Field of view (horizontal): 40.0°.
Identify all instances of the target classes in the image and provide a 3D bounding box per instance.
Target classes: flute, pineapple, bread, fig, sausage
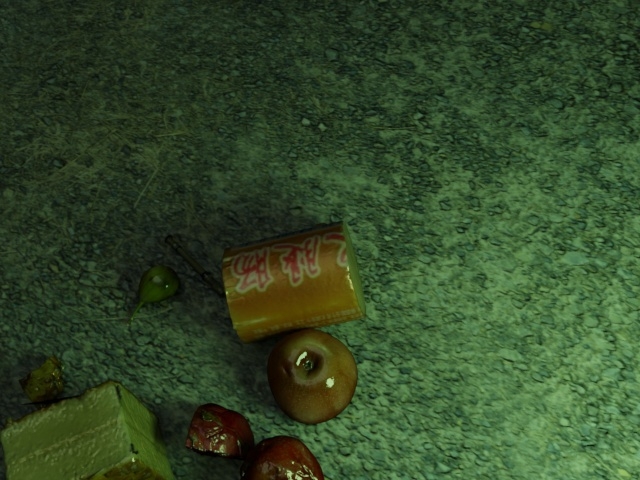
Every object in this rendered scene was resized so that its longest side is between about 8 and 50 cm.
[{"bbox_3d":[-0.306,0.062,2.157,0.027,0.027,0.233,-42,61,-13],"label":"flute"},{"bbox_3d":[-0.650,0.337,2.056,0.116,0.069,0.137,-1,52,17],"label":"pineapple"},{"bbox_3d":[-0.475,0.459,1.821,0.279,0.279,0.207,-23,60,-5],"label":"bread"},{"bbox_3d":[-0.418,0.123,2.109,0.166,0.093,0.093,-33,60,-7],"label":"fig"},{"bbox_3d":[-0.056,0.093,1.971,0.287,0.233,0.233,-12,59,3],"label":"sausage"}]

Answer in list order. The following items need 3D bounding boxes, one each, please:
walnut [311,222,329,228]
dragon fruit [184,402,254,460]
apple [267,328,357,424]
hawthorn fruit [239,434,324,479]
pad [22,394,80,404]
[{"bbox_3d":[0.000,0.000,2.098,0.096,0.079,0.082,-36,62,-7],"label":"walnut"},{"bbox_3d":[-0.215,0.404,1.875,0.121,0.161,0.127,-3,71,12],"label":"dragon fruit"},{"bbox_3d":[-0.021,0.288,1.892,0.201,0.162,0.201,-5,58,8],"label":"apple"},{"bbox_3d":[-0.079,0.490,1.793,0.173,0.173,0.179,-27,58,-5],"label":"hawthorn fruit"},{"bbox_3d":[-0.604,0.384,1.923,0.323,0.250,0.055,-28,79,2],"label":"pad"}]
